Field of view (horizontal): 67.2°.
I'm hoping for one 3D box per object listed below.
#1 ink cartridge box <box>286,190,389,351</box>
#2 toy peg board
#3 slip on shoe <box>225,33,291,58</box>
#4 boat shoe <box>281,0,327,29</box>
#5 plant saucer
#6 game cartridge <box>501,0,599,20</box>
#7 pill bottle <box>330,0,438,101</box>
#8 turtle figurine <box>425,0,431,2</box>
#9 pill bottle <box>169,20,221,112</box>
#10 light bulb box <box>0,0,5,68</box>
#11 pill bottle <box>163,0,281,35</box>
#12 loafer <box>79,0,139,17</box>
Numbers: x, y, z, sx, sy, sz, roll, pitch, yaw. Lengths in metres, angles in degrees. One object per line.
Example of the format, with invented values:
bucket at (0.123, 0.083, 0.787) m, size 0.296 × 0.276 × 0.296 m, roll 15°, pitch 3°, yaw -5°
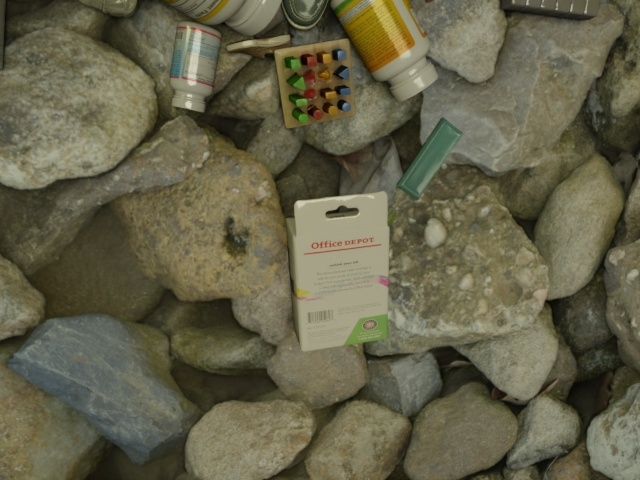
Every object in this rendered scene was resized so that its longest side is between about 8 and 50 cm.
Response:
ink cartridge box at (0.036, 0.053, 1.060) m, size 0.207 × 0.119 × 0.353 m, roll -6°, pitch 114°, yaw -10°
toy peg board at (-0.001, -0.319, 0.998) m, size 0.160 × 0.079 × 0.161 m, roll -13°, pitch 118°, yaw -10°
slip on shoe at (-0.126, -0.395, 0.994) m, size 0.135 × 0.051 × 0.041 m, roll -14°, pitch 117°, yaw -14°
boat shoe at (-0.012, -0.588, 0.945) m, size 0.116 × 0.099 × 0.319 m, roll 10°, pitch 100°, yaw -14°
plant saucer at (0.259, -0.190, 1.132) m, size 0.067 × 0.018 × 0.192 m, roll 33°, pitch 95°, yaw -16°
game cartridge at (0.531, -0.684, 1.057) m, size 0.230 × 0.068 × 0.355 m, roll 1°, pitch 102°, yaw -16°
pill bottle at (0.140, -0.418, 0.993) m, size 0.136 × 0.136 × 0.246 m, roll -36°, pitch 107°, yaw -2°
turtle figurine at (0.157, -0.552, 0.898) m, size 0.087 × 0.269 × 0.217 m, roll -37°, pitch 125°, yaw 24°
pill bottle at (-0.251, -0.341, 0.958) m, size 0.087 × 0.087 × 0.160 m, roll 10°, pitch 101°, yaw -13°
light bulb box at (-0.727, -0.500, 0.754) m, size 0.358 × 0.225 × 0.361 m, roll 8°, pitch 100°, yaw -12°
pill bottle at (-0.227, -0.496, 0.821) m, size 0.334 × 0.188 × 0.188 m, roll 15°, pitch 100°, yaw -46°
loafer at (-0.375, -0.578, 0.868) m, size 0.111 × 0.112 × 0.319 m, roll 6°, pitch 102°, yaw -21°
